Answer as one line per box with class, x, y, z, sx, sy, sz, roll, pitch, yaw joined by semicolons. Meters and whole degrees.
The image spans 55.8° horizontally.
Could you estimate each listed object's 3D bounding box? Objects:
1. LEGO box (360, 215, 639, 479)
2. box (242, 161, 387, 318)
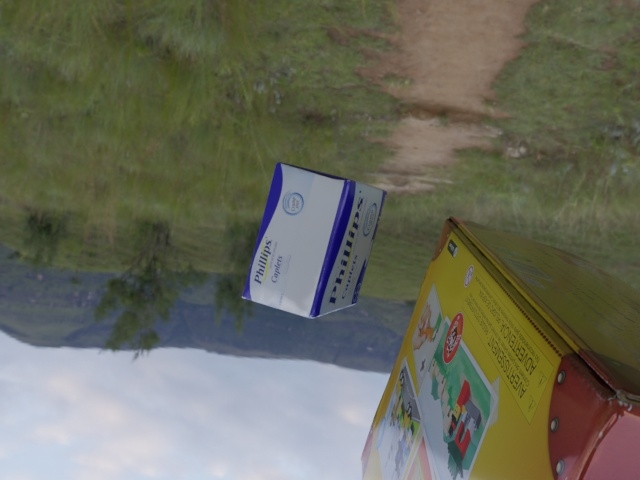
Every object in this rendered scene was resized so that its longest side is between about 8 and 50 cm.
LEGO box;0.183;0.217;0.556;0.193;0.373;0.500;17;-167;-1
box;0.000;0.000;0.574;0.072;0.126;0.137;17;-174;20
